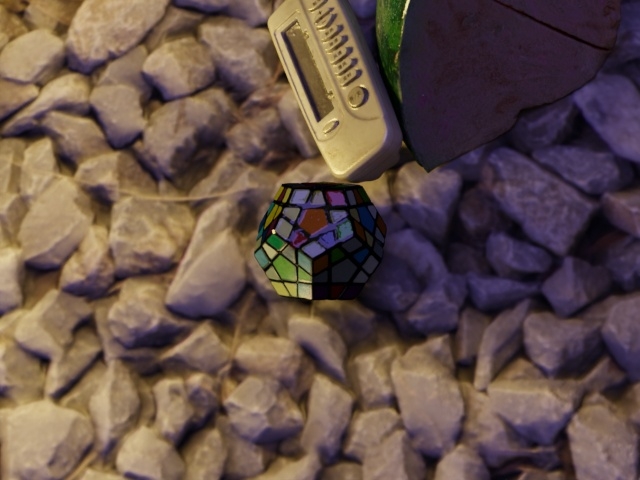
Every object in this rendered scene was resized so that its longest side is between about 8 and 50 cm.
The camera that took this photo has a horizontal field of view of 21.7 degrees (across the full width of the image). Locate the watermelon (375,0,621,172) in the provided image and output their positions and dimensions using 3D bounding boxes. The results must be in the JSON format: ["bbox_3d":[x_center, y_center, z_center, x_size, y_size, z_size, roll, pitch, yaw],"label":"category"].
[{"bbox_3d":[0.158,-0.291,1.701,0.292,0.319,0.222,-23,35,-8],"label":"watermelon"}]

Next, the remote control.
[{"bbox_3d":[0.018,-0.162,1.690,0.090,0.049,0.230,-38,55,26],"label":"remote control"}]

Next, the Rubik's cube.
[{"bbox_3d":[0.000,0.000,1.626,0.112,0.133,0.133,-23,67,25],"label":"Rubik's cube"}]
